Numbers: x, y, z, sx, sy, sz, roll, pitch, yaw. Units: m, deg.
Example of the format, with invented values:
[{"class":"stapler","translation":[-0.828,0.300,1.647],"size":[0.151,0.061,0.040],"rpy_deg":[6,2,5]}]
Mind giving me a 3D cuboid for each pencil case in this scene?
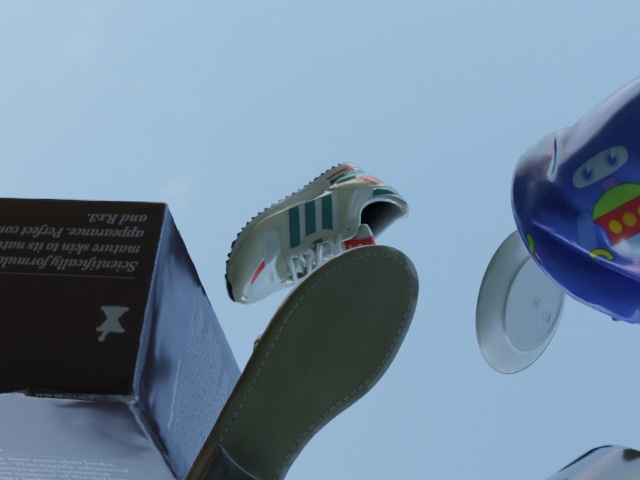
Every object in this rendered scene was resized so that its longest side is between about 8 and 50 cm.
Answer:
[{"class":"pencil case","translation":[0.226,-0.054,0.664],"size":[0.306,0.119,0.133],"rpy_deg":[-38,-109,50]}]

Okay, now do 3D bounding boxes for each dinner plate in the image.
[{"class":"dinner plate","translation":[0.188,0.054,1.216],"size":[0.017,0.141,0.141],"rpy_deg":[17,-109,41]}]

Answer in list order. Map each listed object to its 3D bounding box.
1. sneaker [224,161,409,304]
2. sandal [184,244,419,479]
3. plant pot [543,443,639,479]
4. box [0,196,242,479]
[{"class":"sneaker","translation":[0.000,0.000,1.030],"size":[0.075,0.057,0.161],"rpy_deg":[26,-128,38]},{"class":"sandal","translation":[-0.031,0.099,0.881],"size":[0.079,0.088,0.240],"rpy_deg":[-6,-133,59]},{"class":"plant pot","translation":[0.085,0.290,0.552],"size":[0.280,0.323,0.323],"rpy_deg":[-27,-130,-12]},{"class":"box","translation":[-0.165,0.120,0.941],"size":[0.191,0.381,0.143],"rpy_deg":[2,-117,9]}]
